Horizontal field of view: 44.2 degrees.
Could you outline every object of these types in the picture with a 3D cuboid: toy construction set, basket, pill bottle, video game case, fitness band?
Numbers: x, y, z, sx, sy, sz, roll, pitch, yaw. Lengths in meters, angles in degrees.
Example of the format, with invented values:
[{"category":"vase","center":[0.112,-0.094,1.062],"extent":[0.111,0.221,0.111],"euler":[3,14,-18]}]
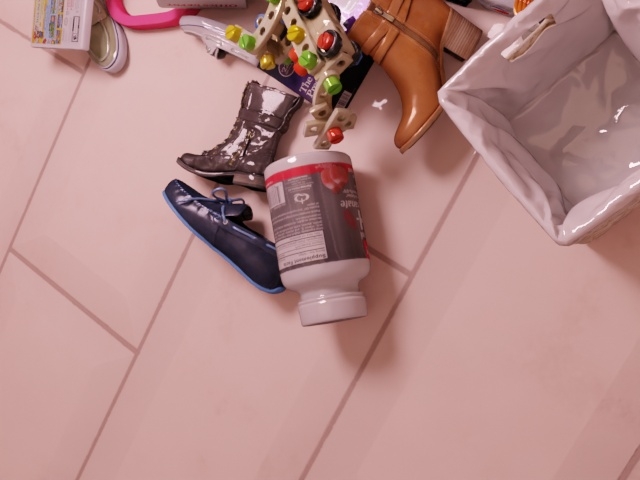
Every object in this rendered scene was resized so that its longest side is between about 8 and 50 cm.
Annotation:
[{"category":"toy construction set","center":[-0.035,-0.334,1.455],"extent":[0.215,0.151,0.327],"euler":[-41,71,29]},{"category":"basket","center":[0.434,-0.202,1.256],"extent":[0.328,0.266,0.331],"euler":[-42,69,20]},{"category":"pill bottle","center":[0.000,0.000,1.524],"extent":[0.176,0.176,0.318],"euler":[-14,81,27]},{"category":"video game case","center":[-0.604,-0.564,1.849],"extent":[0.206,0.026,0.227],"euler":[12,99,36]},{"category":"fitness band","center":[-0.382,-0.597,1.825],"extent":[0.291,0.054,0.209],"euler":[3,89,29]}]

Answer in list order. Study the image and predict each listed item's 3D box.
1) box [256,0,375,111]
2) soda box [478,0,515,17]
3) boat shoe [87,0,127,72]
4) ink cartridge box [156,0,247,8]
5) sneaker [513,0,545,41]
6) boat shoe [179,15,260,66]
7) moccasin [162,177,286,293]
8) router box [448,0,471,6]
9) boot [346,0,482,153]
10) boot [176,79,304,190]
[{"category":"box","center":[0.020,-0.410,1.579],"extent":[0.184,0.103,0.261],"euler":[37,104,27]},{"category":"soda box","center":[0.379,-0.545,1.399],"extent":[0.098,0.091,0.286],"euler":[28,101,25]},{"category":"boat shoe","center":[-0.561,-0.535,1.892],"extent":[0.109,0.094,0.302],"euler":[-34,73,22]},{"category":"ink cartridge box","center":[-0.253,-0.611,1.605],"extent":[0.198,0.270,0.197],"euler":[0,86,-2]},{"category":"sneaker","center":[0.426,-0.443,1.373],"extent":[0.099,0.121,0.262],"euler":[38,81,25]},{"category":"boat shoe","center":[-0.220,-0.432,1.714],"extent":[0.226,0.083,0.075],"euler":[20,96,26]},{"category":"moccasin","center":[-0.180,-0.030,1.665],"extent":[0.342,0.138,0.117],"euler":[39,101,9]},{"category":"router box","center":[0.173,-0.600,1.443],"extent":[0.309,0.081,0.243],"euler":[20,98,-2]},{"category":"boot","center":[0.143,-0.324,1.452],"extent":[0.220,0.109,0.283],"euler":[27,97,-5]},{"category":"boot","center":[-0.172,-0.232,1.689],"extent":[0.263,0.091,0.229],"euler":[14,89,24]}]
